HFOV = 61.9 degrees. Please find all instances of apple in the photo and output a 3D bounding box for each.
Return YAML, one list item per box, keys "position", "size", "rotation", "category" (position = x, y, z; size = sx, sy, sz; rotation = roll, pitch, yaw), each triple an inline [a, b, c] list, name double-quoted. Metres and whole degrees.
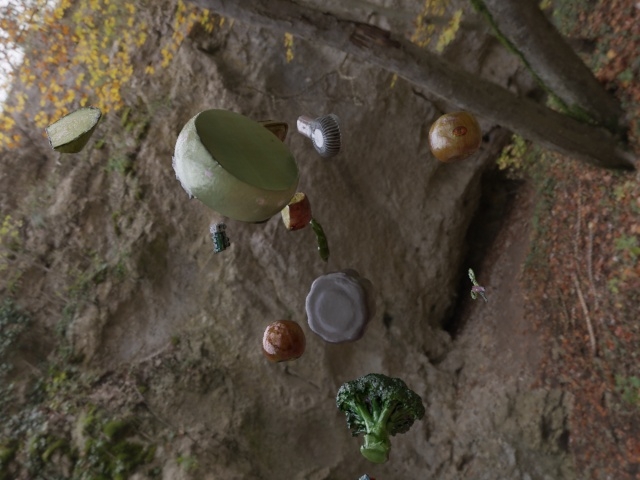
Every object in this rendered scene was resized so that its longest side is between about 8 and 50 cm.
- position: [-0.159, 0.437, 2.319]
  size: [0.188, 0.189, 0.173]
  rotation: [96, 165, -67]
  category: "apple"
- position: [0.544, -0.419, 2.159]
  size: [0.211, 0.187, 0.211]
  rotation: [-18, -7, -2]
  category: "apple"

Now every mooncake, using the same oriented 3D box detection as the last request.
- position: [0.090, 0.266, 2.178]
  size: [0.305, 0.306, 0.154]
  rotation: [-63, -18, 19]
  category: "mooncake"

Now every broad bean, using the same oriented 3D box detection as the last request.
- position: [0.003, 0.001, 2.311]
  size: [0.046, 0.065, 0.254]
  rotation: [-44, -48, -33]
  category: "broad bean"

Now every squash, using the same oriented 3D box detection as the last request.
- position: [-0.771, -0.344, 1.718]
  size: [0.184, 0.192, 0.085]
  rotation: [-32, -44, -9]
  category: "squash"

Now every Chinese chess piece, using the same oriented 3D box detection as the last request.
- position: [-0.229, -0.207, 1.477]
  size: [0.146, 0.349, 0.349]
  rotation: [-51, -4, 33]
  category: "Chinese chess piece"

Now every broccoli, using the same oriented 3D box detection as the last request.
- position: [0.184, 0.580, 1.771]
  size: [0.297, 0.298, 0.297]
  rotation: [-62, -4, -51]
  category: "broccoli"

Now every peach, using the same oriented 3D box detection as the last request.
- position: [-0.075, -0.100, 1.711]
  size: [0.093, 0.127, 0.172]
  rotation: [-13, -8, -16]
  category: "peach"

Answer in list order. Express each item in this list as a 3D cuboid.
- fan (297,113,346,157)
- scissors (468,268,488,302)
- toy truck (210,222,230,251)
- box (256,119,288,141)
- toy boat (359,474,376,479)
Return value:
- position: [-0.003, -0.344, 1.686]
  size: [0.074, 0.244, 0.130]
  rotation: [-17, -57, -25]
  category: "fan"
- position: [0.641, 0.196, 2.169]
  size: [0.187, 0.020, 0.133]
  rotation: [-104, 2, -77]
  category: "scissors"
- position: [-0.291, -0.009, 1.529]
  size: [0.044, 0.039, 0.083]
  rotation: [-9, -93, -56]
  category: "toy truck"
- position: [-0.212, -0.447, 2.230]
  size: [0.177, 0.111, 0.111]
  rotation: [-20, -37, -44]
  category: "box"
- position: [0.143, 0.756, 1.600]
  size: [0.173, 0.059, 0.069]
  rotation: [-131, 38, -86]
  category: "toy boat"
